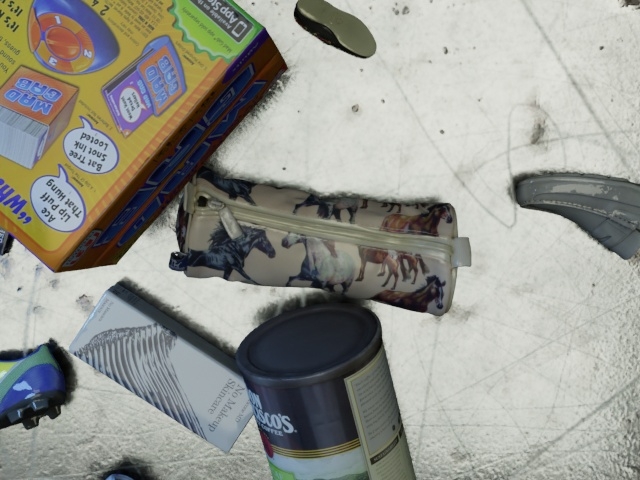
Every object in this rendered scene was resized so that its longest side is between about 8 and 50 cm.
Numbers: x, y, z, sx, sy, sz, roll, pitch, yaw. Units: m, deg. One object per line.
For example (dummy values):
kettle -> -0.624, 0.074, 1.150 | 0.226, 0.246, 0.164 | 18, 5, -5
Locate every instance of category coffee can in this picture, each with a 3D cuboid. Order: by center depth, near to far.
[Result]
coffee can -> 0.014, 0.253, 1.872 | 0.202, 0.201, 0.275 | -14, 113, 2

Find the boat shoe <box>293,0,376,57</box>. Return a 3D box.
boat shoe -> 0.021, -0.304, 1.941 | 0.133, 0.042, 0.049 | 32, 69, -3

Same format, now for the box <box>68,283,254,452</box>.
box -> -0.217, 0.183, 1.958 | 0.275, 0.094, 0.113 | 32, 93, -2

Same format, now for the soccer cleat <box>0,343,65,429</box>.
soccer cleat -> -0.509, 0.236, 1.982 | 0.289, 0.093, 0.121 | -19, 64, 6

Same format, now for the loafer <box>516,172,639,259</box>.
loafer -> 0.434, -0.029, 1.927 | 0.320, 0.112, 0.111 | 9, 87, -1

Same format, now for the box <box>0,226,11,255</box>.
box -> -0.492, -0.071, 1.970 | 0.116, 0.029, 0.162 | 18, 94, -1

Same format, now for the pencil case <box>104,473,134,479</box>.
pencil case -> -0.344, 0.468, 1.974 | 0.273, 0.113, 0.124 | -45, 71, 5

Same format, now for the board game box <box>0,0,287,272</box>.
board game box -> -0.298, -0.212, 1.634 | 0.356, 0.356, 0.356 | 41, 92, 1

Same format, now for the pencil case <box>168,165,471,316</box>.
pencil case -> 0.000, 0.000, 1.895 | 0.411, 0.183, 0.159 | 9, 86, -1
